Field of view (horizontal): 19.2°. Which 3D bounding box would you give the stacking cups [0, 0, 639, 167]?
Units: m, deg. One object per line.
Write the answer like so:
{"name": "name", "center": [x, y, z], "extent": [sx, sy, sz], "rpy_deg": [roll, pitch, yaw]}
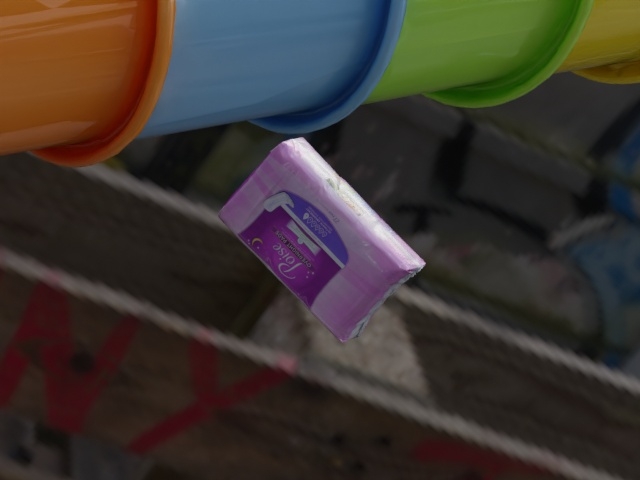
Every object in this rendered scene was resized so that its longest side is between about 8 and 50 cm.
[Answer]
{"name": "stacking cups", "center": [-0.032, -0.068, 0.414], "extent": [0.316, 0.096, 0.096], "rpy_deg": [-11, 55, -42]}

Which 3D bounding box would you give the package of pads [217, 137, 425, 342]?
{"name": "package of pads", "center": [0.000, 0.000, 0.834], "extent": [0.083, 0.050, 0.032], "rpy_deg": [45, 21, 9]}
